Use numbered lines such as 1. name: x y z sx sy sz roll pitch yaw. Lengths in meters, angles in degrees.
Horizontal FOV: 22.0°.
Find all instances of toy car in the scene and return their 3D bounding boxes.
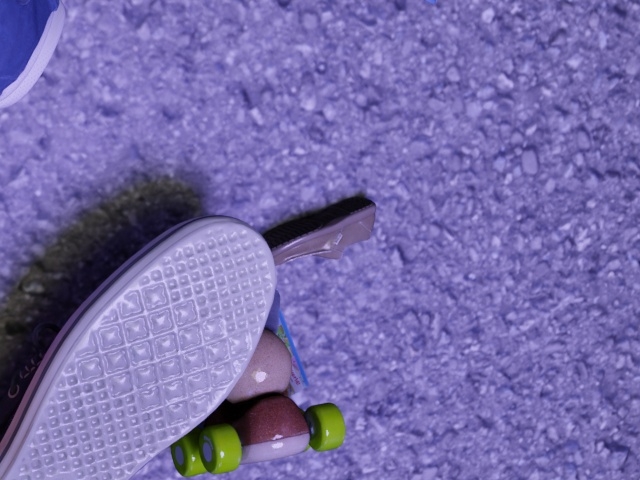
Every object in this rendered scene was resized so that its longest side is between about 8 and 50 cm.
1. toy car: -0.080 0.147 1.777 0.155 0.149 0.188 -8 85 -29

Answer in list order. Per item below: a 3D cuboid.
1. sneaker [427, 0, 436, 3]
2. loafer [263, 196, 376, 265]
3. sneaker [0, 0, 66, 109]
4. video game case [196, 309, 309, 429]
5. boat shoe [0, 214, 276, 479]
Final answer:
1. sneaker: 0.048 -0.322 1.678 0.232 0.081 0.090 19 98 -40
2. loafer: 0.000 0.000 1.795 0.148 0.056 0.050 -22 113 -19
3. sneaker: -0.291 -0.269 1.387 0.130 0.323 0.236 -4 159 6
4. video game case: -0.102 0.153 1.829 0.166 0.015 0.119 -29 121 -15
5. boat shoe: -0.236 0.170 1.676 0.186 0.156 0.500 34 96 -28
